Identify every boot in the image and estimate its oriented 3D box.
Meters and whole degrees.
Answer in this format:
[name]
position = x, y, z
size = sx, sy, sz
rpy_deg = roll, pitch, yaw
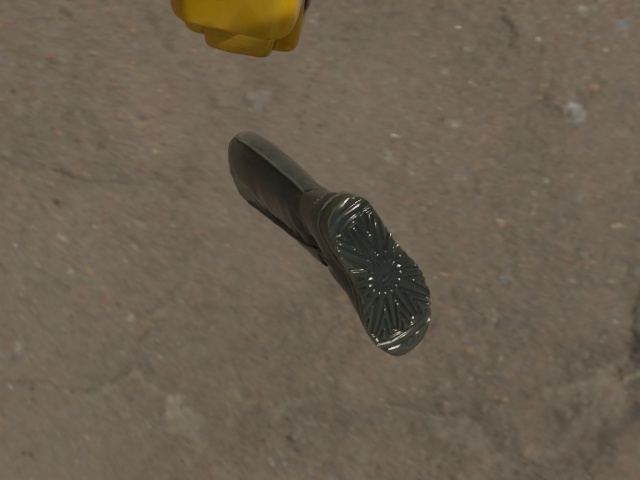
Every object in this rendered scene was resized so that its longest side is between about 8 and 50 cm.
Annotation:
[boot]
position = 0.002, 0.000, 1.316
size = 0.076, 0.208, 0.190
rpy_deg = -35, 119, -20

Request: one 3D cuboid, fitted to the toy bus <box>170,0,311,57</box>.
[toy bus]
position = -0.050, -0.275, 1.103
size = 0.108, 0.130, 0.333
rpy_deg = 12, 137, 1
